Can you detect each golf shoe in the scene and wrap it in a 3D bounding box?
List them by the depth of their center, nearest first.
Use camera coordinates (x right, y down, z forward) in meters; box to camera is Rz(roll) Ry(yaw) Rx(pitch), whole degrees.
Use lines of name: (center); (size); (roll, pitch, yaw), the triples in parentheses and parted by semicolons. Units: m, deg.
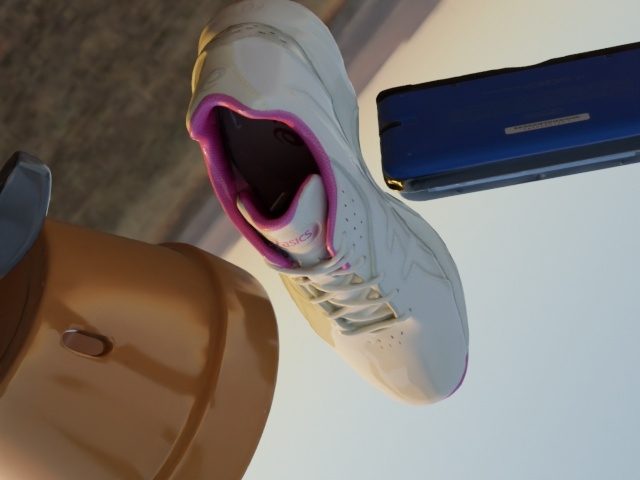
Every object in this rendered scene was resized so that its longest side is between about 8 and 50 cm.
golf shoe: (0.000, 0.000, 0.936); (0.115, 0.306, 0.140); (-23, -159, 22)

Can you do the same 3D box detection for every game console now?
game console: (0.209, -0.073, 1.355); (0.293, 0.173, 0.250); (-11, -150, 6)

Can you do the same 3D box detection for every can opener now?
can opener: (-0.294, 0.055, 1.081); (0.280, 0.093, 0.074); (-57, -153, 11)

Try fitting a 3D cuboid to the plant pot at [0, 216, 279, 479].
plant pot: (-0.205, 0.111, 1.208); (0.291, 0.203, 0.291); (-30, -136, 34)
